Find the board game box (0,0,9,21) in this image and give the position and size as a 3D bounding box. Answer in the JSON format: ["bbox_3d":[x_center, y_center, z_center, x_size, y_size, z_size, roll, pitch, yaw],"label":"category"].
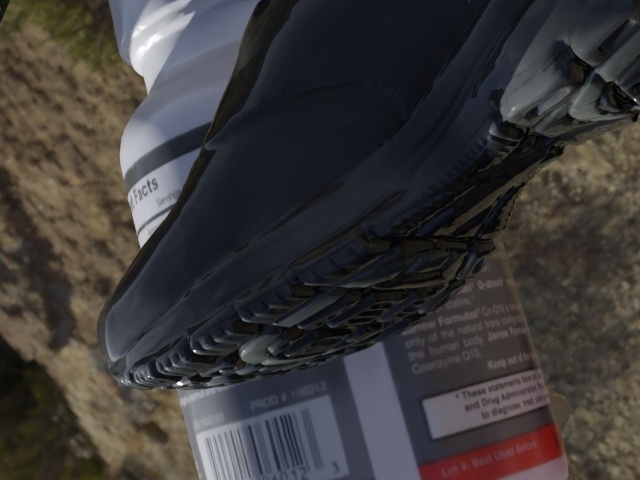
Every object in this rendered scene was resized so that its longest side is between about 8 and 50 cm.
[{"bbox_3d":[-0.296,-0.225,0.927,0.259,0.030,0.136,56,131,29],"label":"board game box"}]

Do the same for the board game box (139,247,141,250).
[{"bbox_3d":[-0.073,0.015,1.195,0.186,0.126,0.026,22,124,-11],"label":"board game box"}]

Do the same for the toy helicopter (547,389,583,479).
[{"bbox_3d":[0.225,0.279,1.380,0.355,0.235,0.140,27,175,-12],"label":"toy helicopter"}]

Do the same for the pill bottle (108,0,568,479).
[{"bbox_3d":[0.000,0.000,0.765,0.210,0.210,0.363,-24,78,47],"label":"pill bottle"}]

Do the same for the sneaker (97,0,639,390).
[{"bbox_3d":[0.020,-0.052,0.436,0.286,0.109,0.130,-41,66,23],"label":"sneaker"}]
